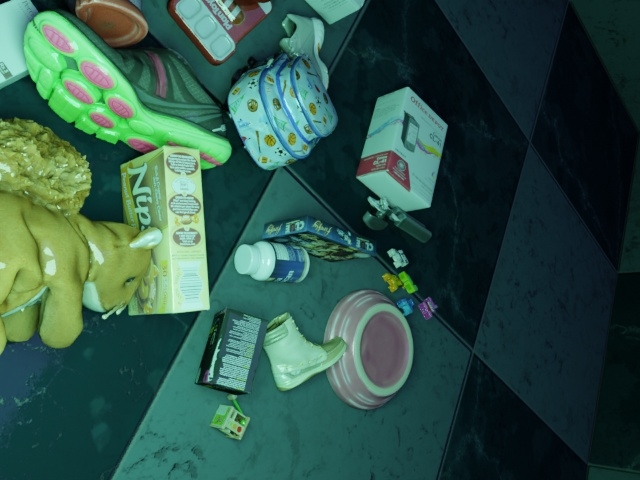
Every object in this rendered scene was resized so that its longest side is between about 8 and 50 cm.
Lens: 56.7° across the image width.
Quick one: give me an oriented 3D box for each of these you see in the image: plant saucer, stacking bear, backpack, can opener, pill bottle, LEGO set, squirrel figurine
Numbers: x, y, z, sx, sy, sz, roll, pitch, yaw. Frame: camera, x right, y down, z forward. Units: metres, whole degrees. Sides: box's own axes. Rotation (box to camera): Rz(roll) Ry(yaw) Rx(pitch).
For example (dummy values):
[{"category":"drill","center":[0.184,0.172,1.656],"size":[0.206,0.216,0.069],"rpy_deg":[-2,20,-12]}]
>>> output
[{"category":"plant saucer","center":[0.151,0.301,1.646],"size":[0.332,0.084,0.332],"rpy_deg":[7,79,-43]},{"category":"stacking bear","center":[-0.443,-0.543,1.166],"size":[0.164,0.175,0.288],"rpy_deg":[-4,79,-47]},{"category":"backpack","center":[-0.092,-0.297,1.393],"size":[0.276,0.213,0.263],"rpy_deg":[57,36,-21]},{"category":"can opener","center":[0.228,-0.057,1.794],"size":[0.280,0.093,0.074],"rpy_deg":[22,24,-40]},{"category":"pill bottle","center":[-0.117,0.051,1.420],"size":[0.169,0.094,0.094],"rpy_deg":[8,78,-42]},{"category":"LEGO set","center":[0.261,0.137,1.765],"size":[0.093,0.087,0.227],"rpy_deg":[-8,65,-53]},{"category":"squirrel figurine","center":[-0.457,-0.020,0.993],"size":[0.370,0.281,0.396],"rpy_deg":[-8,91,-51]}]

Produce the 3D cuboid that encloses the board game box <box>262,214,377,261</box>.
[{"category":"board game box","center":[0.000,0.000,1.492],"size":[0.243,0.165,0.042],"rpy_deg":[20,70,-40]}]

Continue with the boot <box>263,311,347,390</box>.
[{"category":"boot","center":[-0.043,0.248,1.461],"size":[0.213,0.077,0.165],"rpy_deg":[-27,101,-28]}]

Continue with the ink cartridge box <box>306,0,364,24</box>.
[{"category":"ink cartridge box","center":[-0.005,-0.794,1.635],"size":[0.307,0.129,0.223],"rpy_deg":[34,61,-35]}]

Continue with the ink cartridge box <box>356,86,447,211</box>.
[{"category":"ink cartridge box","center":[0.252,-0.271,1.801],"size":[0.226,0.131,0.306],"rpy_deg":[33,63,-36]}]

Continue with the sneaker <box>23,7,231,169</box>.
[{"category":"sneaker","center":[-0.367,-0.301,1.178],"size":[0.483,0.185,0.202],"rpy_deg":[33,49,-56]}]

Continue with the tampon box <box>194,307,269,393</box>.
[{"category":"tampon box","center":[-0.192,0.243,1.283],"size":[0.102,0.120,0.161],"rpy_deg":[20,68,-17]}]

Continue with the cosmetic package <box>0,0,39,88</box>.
[{"category":"cosmetic package","center":[-0.584,-0.327,1.039],"size":[0.231,0.086,0.117],"rpy_deg":[-49,117,-36]}]

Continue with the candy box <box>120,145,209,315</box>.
[{"category":"candy box","center":[-0.313,-0.013,1.180],"size":[0.088,0.183,0.316],"rpy_deg":[1,83,-45]}]

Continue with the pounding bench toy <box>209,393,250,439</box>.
[{"category":"pounding bench toy","center":[-0.192,0.392,1.323],"size":[0.065,0.052,0.083],"rpy_deg":[44,56,-30]}]

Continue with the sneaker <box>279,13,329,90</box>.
[{"category":"sneaker","center":[-0.055,-0.478,1.574],"size":[0.121,0.099,0.262],"rpy_deg":[5,72,-36]}]

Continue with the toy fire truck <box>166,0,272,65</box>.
[{"category":"toy fire truck","center":[-0.254,-0.592,1.359],"size":[0.254,0.169,0.302],"rpy_deg":[-49,117,-16]}]
